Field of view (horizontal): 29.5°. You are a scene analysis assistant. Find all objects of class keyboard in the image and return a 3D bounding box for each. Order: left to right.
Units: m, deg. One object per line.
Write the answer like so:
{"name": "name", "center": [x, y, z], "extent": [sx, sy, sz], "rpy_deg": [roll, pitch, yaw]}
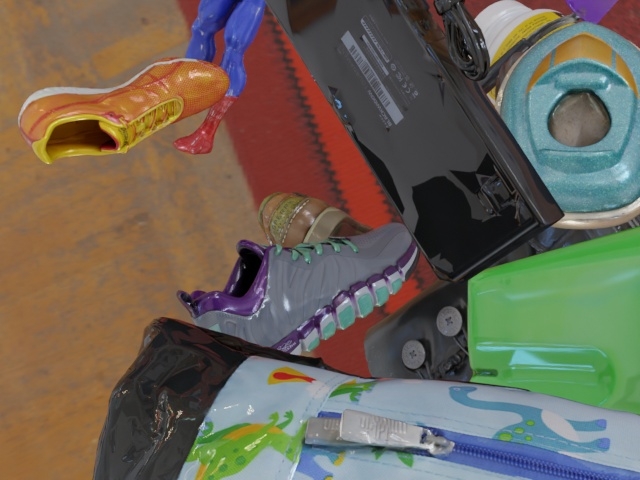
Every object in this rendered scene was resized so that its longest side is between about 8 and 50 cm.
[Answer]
{"name": "keyboard", "center": [0.034, -0.076, 0.486], "extent": [0.180, 0.023, 0.108], "rpy_deg": [58, 149, 6]}

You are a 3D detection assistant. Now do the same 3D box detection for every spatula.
{"name": "spatula", "center": [0.326, -0.300, 1.777], "extent": [0.296, 0.084, 0.030], "rpy_deg": [-39, 41, 24]}

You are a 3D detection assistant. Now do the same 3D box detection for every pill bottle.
{"name": "pill bottle", "center": [0.380, -0.253, 1.936], "extent": [0.188, 0.188, 0.334], "rpy_deg": [-57, 46, 15]}

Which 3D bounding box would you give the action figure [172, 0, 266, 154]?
{"name": "action figure", "center": [-0.085, -0.206, 0.991], "extent": [0.091, 0.139, 0.280], "rpy_deg": [43, 113, 26]}

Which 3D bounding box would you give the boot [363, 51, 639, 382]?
{"name": "boot", "center": [0.216, 0.024, 1.615], "extent": [0.445, 0.146, 0.367], "rpy_deg": [-49, 50, 39]}

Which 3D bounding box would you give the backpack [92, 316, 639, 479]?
{"name": "backpack", "center": [0.086, 0.196, 0.511], "extent": [0.356, 0.273, 0.290], "rpy_deg": [0, 120, 8]}

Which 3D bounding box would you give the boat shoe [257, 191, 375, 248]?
{"name": "boat shoe", "center": [0.000, 0.000, 1.570], "extent": [0.104, 0.307, 0.110], "rpy_deg": [29, 80, 16]}

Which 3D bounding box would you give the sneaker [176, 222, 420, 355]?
{"name": "sneaker", "center": [-0.010, 0.024, 0.959], "extent": [0.083, 0.224, 0.098], "rpy_deg": [-4, 116, 50]}

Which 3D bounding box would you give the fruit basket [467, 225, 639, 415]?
{"name": "fruit basket", "center": [0.275, 0.160, 0.714], "extent": [0.392, 0.283, 0.392], "rpy_deg": [-3, 84, 31]}

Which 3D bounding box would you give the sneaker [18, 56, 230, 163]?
{"name": "sneaker", "center": [-0.151, -0.098, 0.977], "extent": [0.175, 0.064, 0.067], "rpy_deg": [-20, 52, -18]}

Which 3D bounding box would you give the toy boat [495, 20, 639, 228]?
{"name": "toy boat", "center": [0.347, -0.144, 1.313], "extent": [0.318, 0.148, 0.267], "rpy_deg": [-2, 58, 11]}
